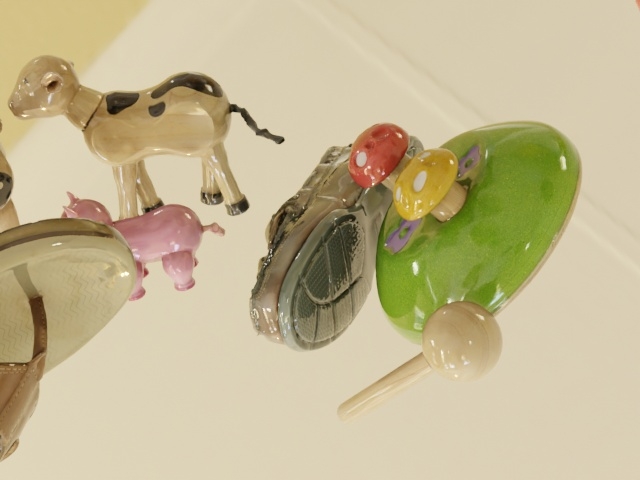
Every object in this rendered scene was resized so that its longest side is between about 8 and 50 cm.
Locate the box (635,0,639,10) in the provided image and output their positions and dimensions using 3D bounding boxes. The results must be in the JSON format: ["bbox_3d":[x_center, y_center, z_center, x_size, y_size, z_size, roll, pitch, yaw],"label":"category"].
[{"bbox_3d":[0.109,-0.128,0.401,0.122,0.257,0.128,-33,-162,-2],"label":"box"}]

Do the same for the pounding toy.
[{"bbox_3d":[0.069,-0.009,1.282,0.183,0.110,0.237,-23,-144,51],"label":"pounding toy"}]

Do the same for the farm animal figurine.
[{"bbox_3d":[-0.246,-0.043,1.369,0.326,0.172,0.330,8,-146,37],"label":"farm animal figurine"}]

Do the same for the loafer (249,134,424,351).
[{"bbox_3d":[0.000,0.000,1.397,0.084,0.096,0.267,6,-151,23],"label":"loafer"}]

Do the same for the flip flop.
[{"bbox_3d":[-0.202,0.093,0.945,0.277,0.112,0.080,-37,-123,-15],"label":"flip flop"}]
